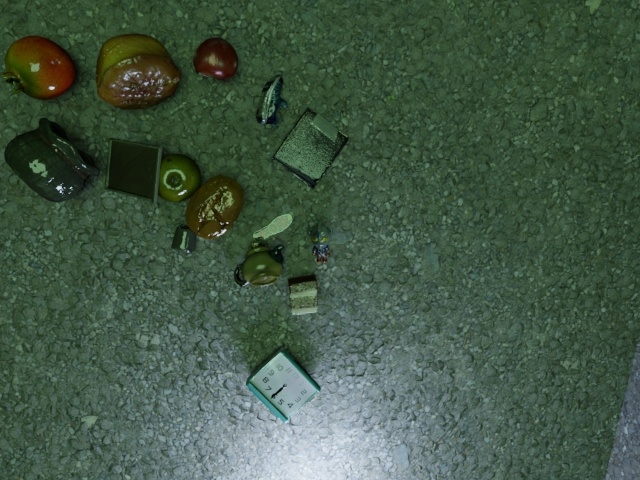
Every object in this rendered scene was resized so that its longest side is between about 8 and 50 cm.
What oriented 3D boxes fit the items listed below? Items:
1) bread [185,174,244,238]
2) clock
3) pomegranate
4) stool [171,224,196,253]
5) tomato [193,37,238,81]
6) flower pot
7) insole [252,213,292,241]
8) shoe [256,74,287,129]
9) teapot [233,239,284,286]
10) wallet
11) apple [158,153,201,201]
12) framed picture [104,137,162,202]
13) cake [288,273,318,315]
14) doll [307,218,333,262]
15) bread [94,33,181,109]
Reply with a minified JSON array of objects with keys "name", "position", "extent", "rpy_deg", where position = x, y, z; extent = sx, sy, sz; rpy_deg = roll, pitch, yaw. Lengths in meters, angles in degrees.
[{"name":"bread","position":[-0.425,-0.136,1.792],"extent":[0.195,0.143,0.270],"rpy_deg":[38,93,-11]},{"name":"clock","position":[-0.169,0.639,1.983],"extent":[0.231,0.116,0.262],"rpy_deg":[-42,103,-2]},{"name":"pomegranate","position":[-1.025,-0.614,1.593],"extent":[0.221,0.220,0.257],"rpy_deg":[45,50,-11]},{"name":"stool","position":[-0.561,-0.005,1.829],"extent":[0.096,0.096,0.111],"rpy_deg":[11,96,-7]},{"name":"tomato","position":[-0.394,-0.691,1.682],"extent":[0.167,0.167,0.168],"rpy_deg":[-1,101,-5]},{"name":"flower pot","position":[-0.998,-0.293,1.652],"extent":[0.213,0.301,0.302],"rpy_deg":[-43,102,-10]},{"name":"insole","position":[-0.204,-0.053,1.896],"extent":[0.193,0.006,0.065],"rpy_deg":[-29,102,0]},{"name":"shoe","position":[-0.186,-0.557,1.770],"extent":[0.105,0.091,0.208],"rpy_deg":[11,96,-30]},{"name":"teapot","position":[-0.260,0.094,1.856],"extent":[0.269,0.173,0.183],"rpy_deg":[-25,65,24]},{"name":"wallet","position":[-0.040,-0.379,1.826],"extent":[0.220,0.071,0.262],"rpy_deg":[35,92,-6]},{"name":"apple","position":[-0.573,-0.248,1.750],"extent":[0.196,0.157,0.197],"rpy_deg":[-3,106,-12]},{"name":"framed picture","position":[-0.733,-0.277,1.721],"extent":[0.288,0.016,0.214],"rpy_deg":[14,100,26]},{"name":"cake","position":[-0.071,0.234,1.896],"extent":[0.134,0.135,0.148],"rpy_deg":[-10,97,-3]},{"name":"doll","position":[-0.001,0.000,1.898],"extent":[0.104,0.062,0.195],"rpy_deg":[9,111,32]},{"name":"bread","position":[-0.665,-0.606,1.609],"extent":[0.311,0.312,0.173],"rpy_deg":[-23,84,-1]}]
